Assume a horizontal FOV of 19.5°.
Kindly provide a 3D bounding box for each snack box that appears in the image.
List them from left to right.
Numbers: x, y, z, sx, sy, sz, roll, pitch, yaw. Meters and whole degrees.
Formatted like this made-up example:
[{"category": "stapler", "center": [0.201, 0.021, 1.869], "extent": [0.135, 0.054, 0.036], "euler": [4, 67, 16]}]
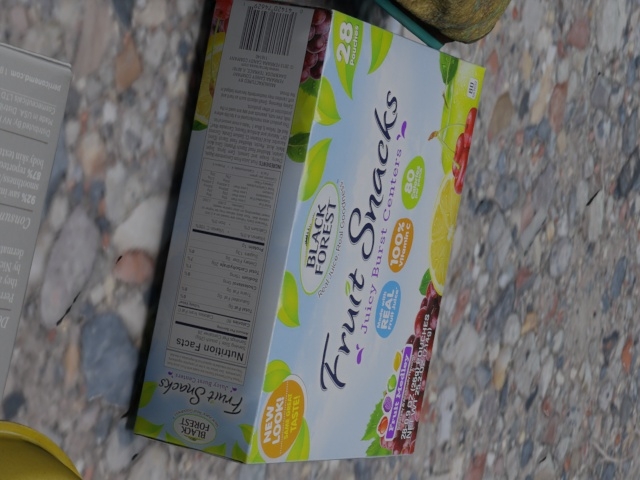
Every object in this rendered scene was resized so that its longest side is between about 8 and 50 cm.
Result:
[{"category": "snack box", "center": [0.000, 0.000, 0.899], "extent": [0.174, 0.070, 0.207], "euler": [11, 89, -61]}]

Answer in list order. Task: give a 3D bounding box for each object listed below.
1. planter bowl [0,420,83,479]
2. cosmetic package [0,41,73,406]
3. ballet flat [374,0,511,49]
[{"category": "planter bowl", "center": [-0.118, 0.187, 0.736], "extent": [0.217, 0.090, 0.217], "euler": [-30, 126, -54]}, {"category": "cosmetic package", "center": [-0.171, 0.045, 0.557], "extent": [0.107, 0.127, 0.238], "euler": [10, 93, -60]}, {"category": "ballet flat", "center": [0.019, -0.169, 0.816], "extent": [0.348, 0.123, 0.123], "euler": [12, 89, -64]}]
